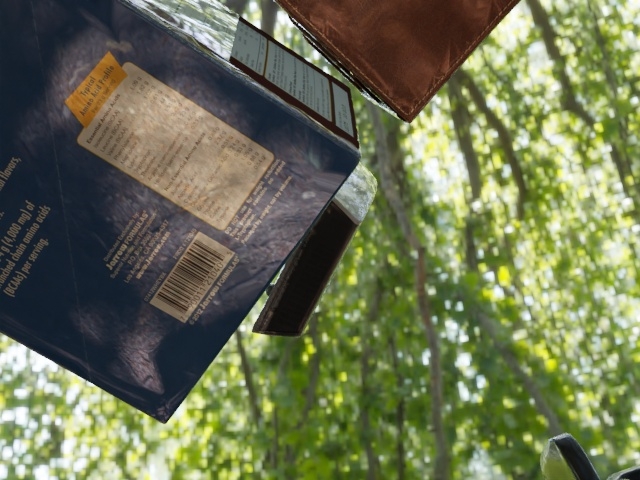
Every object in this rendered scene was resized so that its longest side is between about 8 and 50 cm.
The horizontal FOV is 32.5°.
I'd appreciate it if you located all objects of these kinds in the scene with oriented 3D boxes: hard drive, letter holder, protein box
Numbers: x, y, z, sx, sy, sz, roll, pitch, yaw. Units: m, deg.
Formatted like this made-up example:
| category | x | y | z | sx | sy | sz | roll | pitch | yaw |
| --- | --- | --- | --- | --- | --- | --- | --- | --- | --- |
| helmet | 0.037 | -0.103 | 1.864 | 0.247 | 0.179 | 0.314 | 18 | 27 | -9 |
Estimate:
| category | x | y | z | sx | sy | sz | roll | pitch | yaw |
| --- | --- | --- | --- | --- | --- | --- | --- | --- | --- |
| hard drive | 0.000 | 0.000 | 1.119 | 0.054 | 0.255 | 0.172 | 27 | -76 | -1 |
| letter holder | 0.096 | -0.308 | 1.098 | 0.214 | 0.152 | 0.302 | 40 | -85 | -19 |
| protein box | -0.117 | -0.045 | 0.632 | 0.201 | 0.136 | 0.200 | 32 | -72 | -14 |

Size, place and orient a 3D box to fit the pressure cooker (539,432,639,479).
| category | x | y | z | sx | sy | sz | roll | pitch | yaw |
| --- | --- | --- | --- | --- | --- | --- | --- | --- | --- |
| pressure cooker | 0.180 | 0.357 | 0.689 | 0.420 | 0.375 | 0.370 | -21 | -71 | -5 |
